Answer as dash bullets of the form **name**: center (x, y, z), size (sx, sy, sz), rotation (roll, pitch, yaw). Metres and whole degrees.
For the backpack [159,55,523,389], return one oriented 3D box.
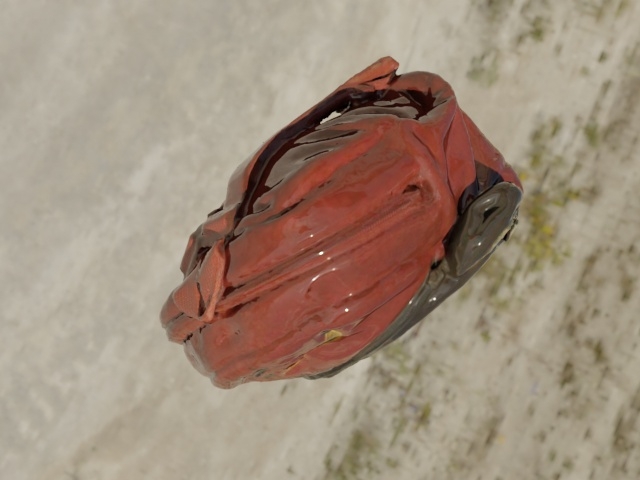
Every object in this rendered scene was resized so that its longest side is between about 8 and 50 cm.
- **backpack**: center (0.001, 0.002, 0.768), size (0.229, 0.139, 0.229), rotation (-37, -179, 0)
